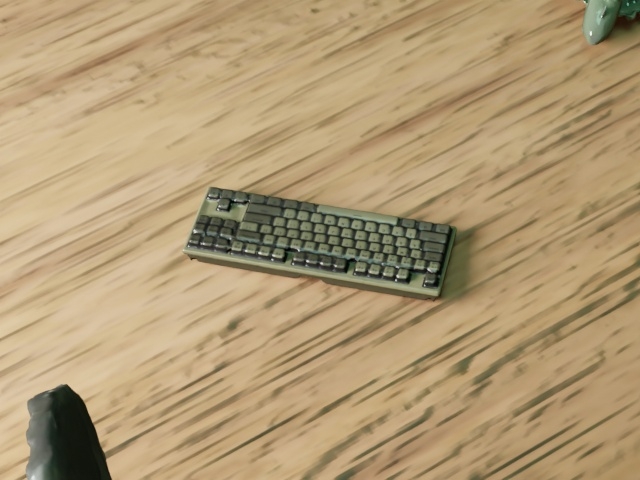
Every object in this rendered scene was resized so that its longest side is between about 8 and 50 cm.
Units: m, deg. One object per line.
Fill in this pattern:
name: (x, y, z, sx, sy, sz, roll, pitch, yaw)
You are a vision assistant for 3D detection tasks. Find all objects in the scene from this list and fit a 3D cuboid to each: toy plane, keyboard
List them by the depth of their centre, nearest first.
keyboard: (0.000, 0.000, 0.927, 0.129, 0.015, 0.049, 10, 50, 10)
toy plane: (0.159, -0.140, 1.035, 0.080, 0.033, 0.083, 21, 51, 0)

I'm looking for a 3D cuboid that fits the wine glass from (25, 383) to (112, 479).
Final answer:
wine glass: (0.114, 0.119, 0.675, 0.406, 0.267, 0.267, -12, 50, -3)
